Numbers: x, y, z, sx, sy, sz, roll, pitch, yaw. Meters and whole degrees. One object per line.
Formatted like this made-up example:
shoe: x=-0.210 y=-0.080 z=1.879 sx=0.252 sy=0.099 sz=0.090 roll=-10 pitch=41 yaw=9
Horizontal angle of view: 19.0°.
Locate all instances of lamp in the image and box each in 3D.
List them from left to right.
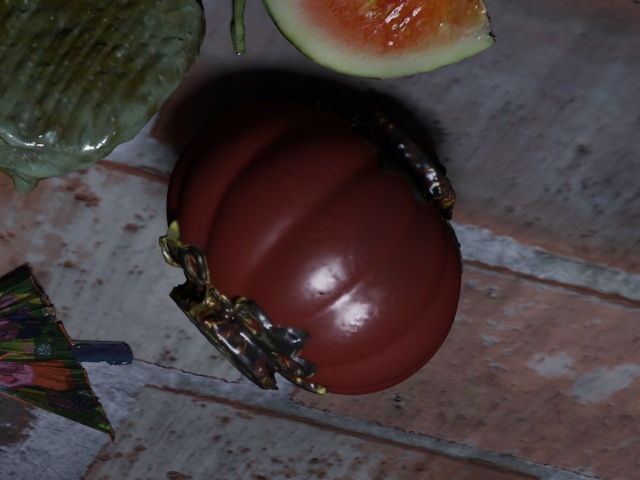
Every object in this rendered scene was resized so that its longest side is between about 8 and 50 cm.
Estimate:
lamp: x=0.000 y=0.000 z=1.328 sx=0.227 sy=0.227 sz=0.227 roll=5 pitch=148 yaw=3

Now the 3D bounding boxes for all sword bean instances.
sword bean: x=-0.054 y=-0.149 z=1.268 sx=0.012 sy=0.012 sz=0.083 roll=7 pitch=150 yaw=-1

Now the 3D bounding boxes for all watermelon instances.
watermelon: x=0.024 y=-0.170 z=1.186 sx=0.119 sy=0.063 sz=0.245 roll=-23 pitch=139 yaw=18

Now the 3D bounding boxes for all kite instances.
kite: x=-0.280 y=0.107 z=1.716 sx=0.234 sy=0.016 sz=0.321 roll=0 pitch=148 yaw=9

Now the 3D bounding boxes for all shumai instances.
shumai: x=-0.158 y=-0.117 z=1.234 sx=0.184 sy=0.184 sz=0.142 roll=5 pitch=172 yaw=2
